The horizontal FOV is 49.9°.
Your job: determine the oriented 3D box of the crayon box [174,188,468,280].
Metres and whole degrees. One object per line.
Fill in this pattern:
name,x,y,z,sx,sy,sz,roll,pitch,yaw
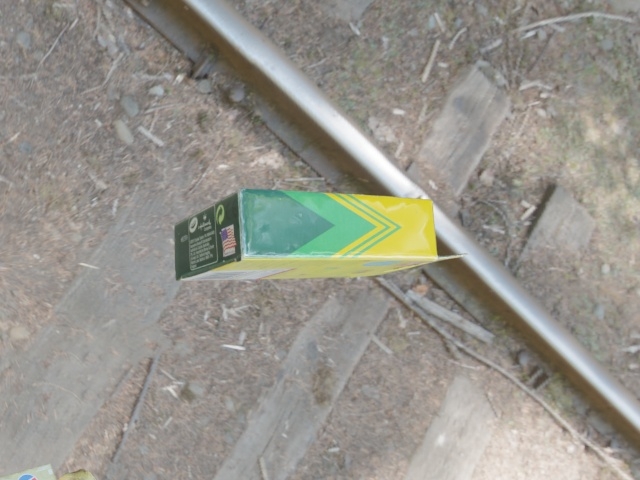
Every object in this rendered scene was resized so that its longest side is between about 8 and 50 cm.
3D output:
crayon box,0.000,0.000,0.870,0.318,0.202,0.081,1,80,-32

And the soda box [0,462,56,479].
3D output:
soda box,-0.548,0.443,1.186,0.181,0.058,0.061,7,53,-61

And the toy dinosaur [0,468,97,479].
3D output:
toy dinosaur,-0.248,0.210,0.493,0.183,0.053,0.092,-12,126,-32
